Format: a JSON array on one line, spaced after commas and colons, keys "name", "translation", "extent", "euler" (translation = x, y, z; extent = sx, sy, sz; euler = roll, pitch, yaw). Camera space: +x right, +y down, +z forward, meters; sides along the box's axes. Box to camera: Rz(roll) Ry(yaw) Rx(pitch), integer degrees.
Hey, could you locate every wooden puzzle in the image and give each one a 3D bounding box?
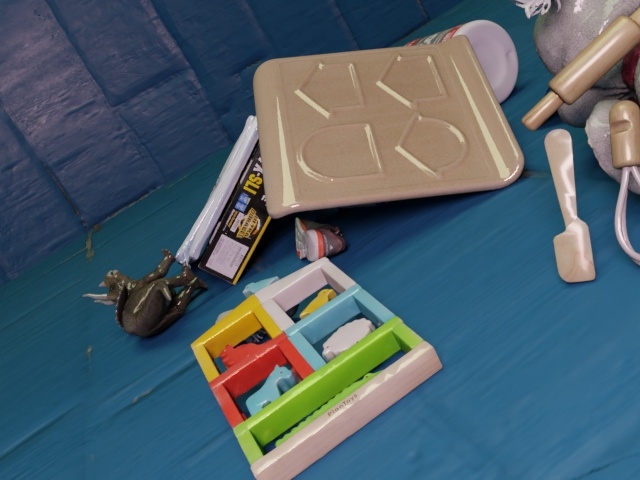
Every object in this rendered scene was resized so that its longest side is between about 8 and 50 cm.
[{"name": "wooden puzzle", "translation": [0.082, -0.166, 0.965], "extent": [0.348, 0.080, 0.322], "euler": [-10, 51, 0]}]

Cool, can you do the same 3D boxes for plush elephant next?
[{"name": "plush elephant", "translation": [0.365, -0.194, 0.664], "extent": [0.330, 0.255, 0.271], "euler": [-5, -44, -37]}]

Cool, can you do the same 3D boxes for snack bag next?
[{"name": "snack bag", "translation": [-0.182, -0.097, 1.195], "extent": [0.322, 0.037, 0.342], "euler": [-64, 11, -7]}]

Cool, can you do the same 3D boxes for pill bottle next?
[{"name": "pill bottle", "translation": [0.241, -0.332, 1.301], "extent": [0.161, 0.161, 0.283], "euler": [-37, 19, -18]}]

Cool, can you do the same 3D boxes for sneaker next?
[{"name": "sneaker", "translation": [-0.084, 0.111, 0.832], "extent": [0.135, 0.052, 0.058], "euler": [-29, 27, 28]}, {"name": "sneaker", "translation": [0.000, 0.000, 0.998], "extent": [0.065, 0.061, 0.158], "euler": [-6, 15, -13]}]

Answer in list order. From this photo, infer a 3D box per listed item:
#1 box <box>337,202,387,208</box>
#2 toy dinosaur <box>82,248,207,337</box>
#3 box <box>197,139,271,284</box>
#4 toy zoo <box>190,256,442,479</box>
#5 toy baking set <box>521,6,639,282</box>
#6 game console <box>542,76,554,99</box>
[{"name": "box", "translation": [0.059, -0.123, 1.090], "extent": [0.072, 0.126, 0.137], "euler": [-42, 21, -28]}, {"name": "toy dinosaur", "translation": [-0.272, 0.105, 1.067], "extent": [0.160, 0.121, 0.314], "euler": [-47, 26, -11]}, {"name": "box", "translation": [-0.114, -0.101, 1.182], "extent": [0.257, 0.079, 0.322], "euler": [-62, 10, 18]}, {"name": "toy zoo", "translation": [-0.029, 0.111, 0.688], "extent": [0.192, 0.030, 0.293], "euler": [-34, 28, -11]}, {"name": "toy baking set", "translation": [0.278, -0.088, 0.559], "extent": [0.256, 0.196, 0.030], "euler": [-41, -20, 20]}, {"name": "game console", "translation": [0.486, -0.293, 0.986], "extent": [0.250, 0.173, 0.293], "euler": [14, 46, 25]}]
